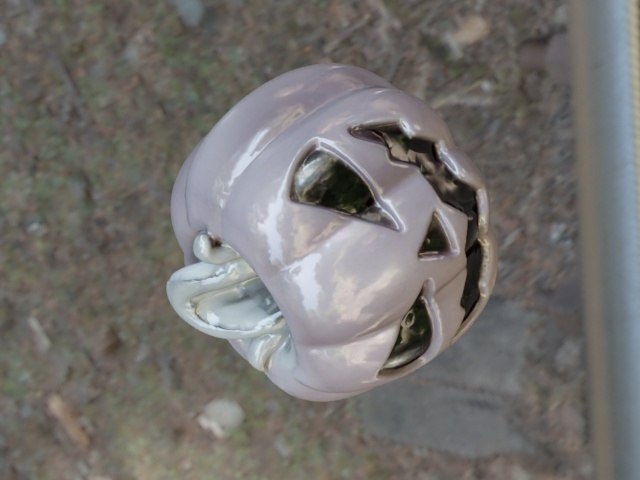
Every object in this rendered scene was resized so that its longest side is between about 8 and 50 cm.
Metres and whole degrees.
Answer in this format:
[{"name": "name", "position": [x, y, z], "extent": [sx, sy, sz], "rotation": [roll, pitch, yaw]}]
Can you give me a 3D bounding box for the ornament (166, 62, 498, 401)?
[{"name": "ornament", "position": [0.000, 0.001, 0.964], "extent": [0.177, 0.177, 0.177], "rotation": [17, 122, 30]}]
